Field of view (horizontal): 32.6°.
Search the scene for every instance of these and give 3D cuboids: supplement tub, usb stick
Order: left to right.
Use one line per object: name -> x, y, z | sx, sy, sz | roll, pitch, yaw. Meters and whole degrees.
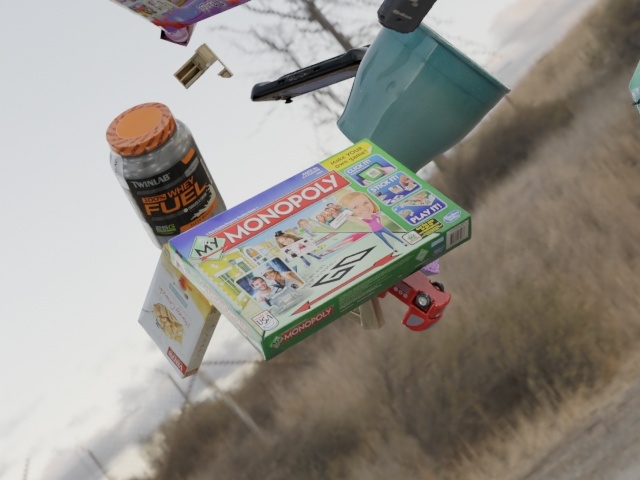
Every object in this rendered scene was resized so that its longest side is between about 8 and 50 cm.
supplement tub -> -0.344, -0.138, 2.428 | 0.193, 0.193, 0.316 | -36, -48, -15
usb stick -> 0.168, -0.411, 1.664 | 0.077, 0.045, 0.278 | 11, -29, -18

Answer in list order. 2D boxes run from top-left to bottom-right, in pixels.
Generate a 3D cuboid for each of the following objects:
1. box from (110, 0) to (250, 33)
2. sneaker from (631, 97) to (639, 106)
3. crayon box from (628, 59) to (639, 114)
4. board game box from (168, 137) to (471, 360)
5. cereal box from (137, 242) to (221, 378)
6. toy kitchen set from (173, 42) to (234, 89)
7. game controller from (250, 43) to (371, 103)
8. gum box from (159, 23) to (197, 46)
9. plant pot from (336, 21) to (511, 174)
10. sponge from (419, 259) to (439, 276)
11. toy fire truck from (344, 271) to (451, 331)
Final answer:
box -> -0.257, -0.430, 1.779 | 0.293, 0.201, 0.057 | -2, 67, 56
sneaker -> 0.559, -0.227, 1.862 | 0.098, 0.069, 0.038 | -25, -57, -46
crayon box -> 0.674, -0.341, 1.945 | 0.165, 0.081, 0.278 | -6, -32, -8
board game box -> 0.000, 0.000, 1.369 | 0.317, 0.213, 0.046 | -30, -41, -24
cereal box -> -0.280, 0.140, 2.188 | 0.047, 0.173, 0.240 | -20, -33, -40
toy kitchen set -> -0.188, -0.264, 1.744 | 0.075, 0.068, 0.083 | -43, 9, 5
game controller -> 0.001, -0.350, 2.343 | 0.319, 0.067, 0.166 | -14, 9, 36
gum box -> -0.276, -0.504, 2.227 | 0.188, 0.062, 0.107 | 107, 179, -51
plant pot -> 0.175, -0.264, 2.066 | 0.255, 0.271, 0.271 | -53, -9, 13
sponge -> 0.060, 0.048, 1.621 | 0.210, 0.031, 0.117 | -16, -19, 40
toy fire truck -> 0.069, 0.073, 1.468 | 0.047, 0.192, 0.135 | -34, -24, -51
